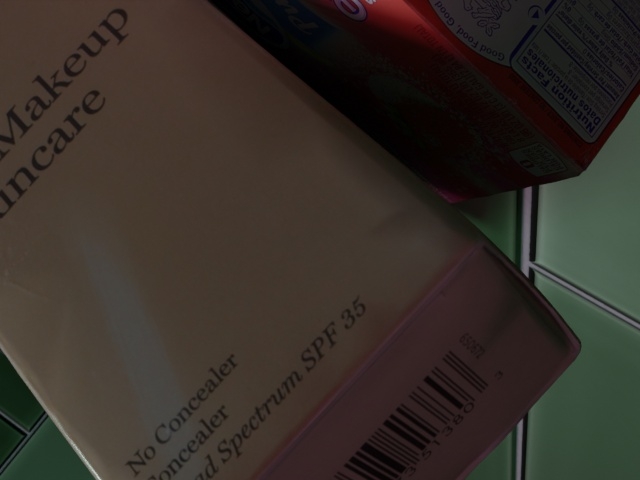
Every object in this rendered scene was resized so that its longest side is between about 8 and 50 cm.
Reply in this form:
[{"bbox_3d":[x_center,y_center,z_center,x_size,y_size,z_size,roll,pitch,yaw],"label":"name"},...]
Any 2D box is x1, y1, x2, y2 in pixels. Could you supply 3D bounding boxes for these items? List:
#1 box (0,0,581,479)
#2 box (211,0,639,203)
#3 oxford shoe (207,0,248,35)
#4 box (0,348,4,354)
[{"bbox_3d":[-0.066,-0.018,0.496,0.311,0.148,0.121,42,-179,34],"label":"box"},{"bbox_3d":[0.014,-0.145,0.467,0.257,0.128,0.122,41,163,-13],"label":"box"},{"bbox_3d":[-0.151,-0.203,0.659,0.364,0.130,0.133,38,157,0],"label":"oxford shoe"},{"bbox_3d":[-0.113,-0.032,0.770,0.242,0.307,0.076,28,119,32],"label":"box"}]
